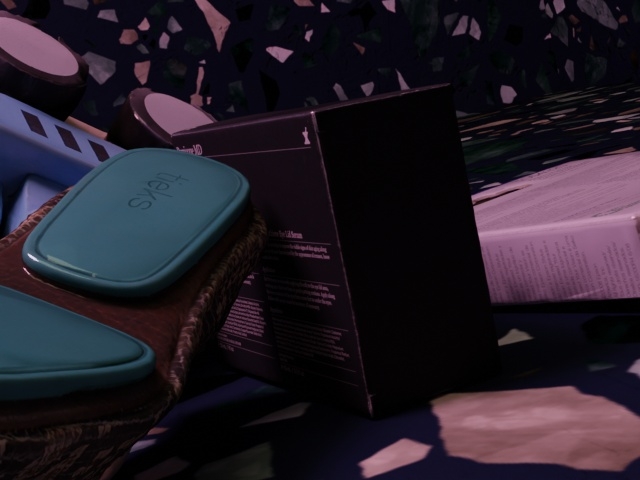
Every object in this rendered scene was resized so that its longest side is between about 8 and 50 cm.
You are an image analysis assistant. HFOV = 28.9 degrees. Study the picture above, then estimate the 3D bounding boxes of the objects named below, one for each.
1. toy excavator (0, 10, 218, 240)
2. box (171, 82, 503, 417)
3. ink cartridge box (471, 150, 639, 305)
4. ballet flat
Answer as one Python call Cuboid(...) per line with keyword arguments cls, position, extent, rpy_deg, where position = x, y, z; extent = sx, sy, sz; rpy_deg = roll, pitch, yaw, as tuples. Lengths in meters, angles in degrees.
Cuboid(cls="toy excavator", position=(-0.255, 0.020, 0.881), extent=(0.433, 0.222, 0.445), rpy_deg=(24, 25, -26))
Cuboid(cls="box", position=(0.000, 0.000, 0.843), extent=(0.103, 0.184, 0.261), rpy_deg=(-17, 9, -23))
Cuboid(cls="ink cartridge box", position=(0.235, -0.018, 1.020), extent=(0.324, 0.071, 0.330), rpy_deg=(-20, 7, -36))
Cuboid(cls="ballet flat", position=(-0.141, 0.074, 0.610), extent=(0.164, 0.182, 0.483), rpy_deg=(17, 15, 9))
